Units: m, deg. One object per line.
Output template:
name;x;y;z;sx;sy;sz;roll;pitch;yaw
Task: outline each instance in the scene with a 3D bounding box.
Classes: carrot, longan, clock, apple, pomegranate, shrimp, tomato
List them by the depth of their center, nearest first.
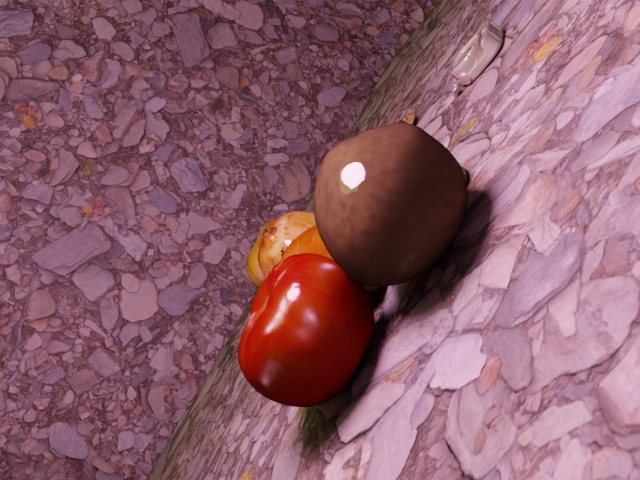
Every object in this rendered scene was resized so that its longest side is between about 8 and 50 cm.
longan;0.122;-0.068;0.993;0.289;0.288;0.350;-55;4;13
tomato;-0.024;0.177;1.056;0.299;0.226;0.299;-52;18;25
carrot;0.007;0.063;1.283;0.331;0.193;0.215;-39;35;48
clock;0.416;-0.496;1.512;0.191;0.062;0.152;-50;12;42
pomegranate;-0.062;0.036;1.647;0.264;0.264;0.264;-55;9;14
shrimp;0.285;-0.382;1.898;0.132;0.051;0.188;-39;24;26
apple;-0.140;0.062;2.043;0.286;0.232;0.286;-60;8;14

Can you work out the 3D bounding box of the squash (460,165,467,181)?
squash;0.281;-0.132;1.108;0.027;0.027;0.089;-52;10;29
